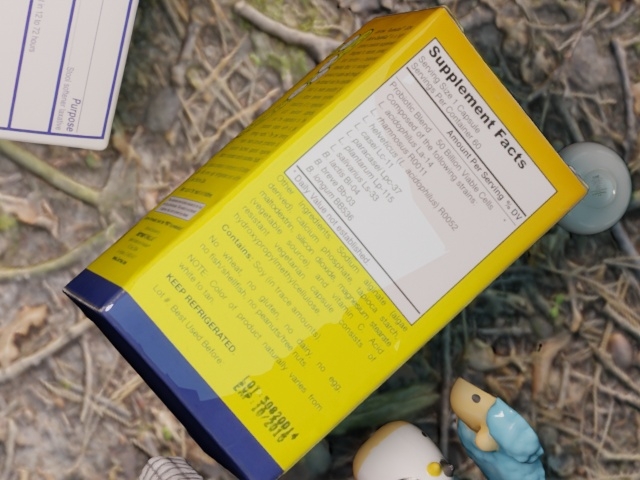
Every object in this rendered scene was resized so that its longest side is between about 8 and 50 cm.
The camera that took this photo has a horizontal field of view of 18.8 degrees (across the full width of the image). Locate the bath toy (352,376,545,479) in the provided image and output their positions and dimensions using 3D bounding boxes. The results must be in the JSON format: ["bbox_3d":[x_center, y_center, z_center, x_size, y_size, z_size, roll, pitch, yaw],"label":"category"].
[{"bbox_3d":[0.039,0.273,1.613,0.348,0.129,0.151,-45,104,-9],"label":"bath toy"}]

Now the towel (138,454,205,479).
[{"bbox_3d":[-0.119,0.329,1.515,0.121,0.235,0.283,27,87,-20],"label":"towel"}]

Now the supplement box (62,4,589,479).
[{"bbox_3d":[0.000,0.000,1.549,0.356,0.195,0.194,-41,104,-9],"label":"supplement box"}]

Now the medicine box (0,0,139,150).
[{"bbox_3d":[-0.277,-0.227,1.423,0.289,0.149,0.263,5,123,-18],"label":"medicine box"}]

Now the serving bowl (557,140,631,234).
[{"bbox_3d":[0.239,-0.046,1.703,0.083,0.027,0.083,-1,93,-16],"label":"serving bowl"}]
